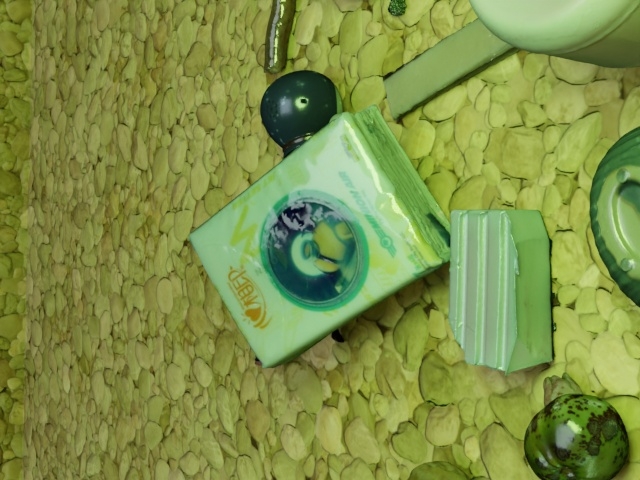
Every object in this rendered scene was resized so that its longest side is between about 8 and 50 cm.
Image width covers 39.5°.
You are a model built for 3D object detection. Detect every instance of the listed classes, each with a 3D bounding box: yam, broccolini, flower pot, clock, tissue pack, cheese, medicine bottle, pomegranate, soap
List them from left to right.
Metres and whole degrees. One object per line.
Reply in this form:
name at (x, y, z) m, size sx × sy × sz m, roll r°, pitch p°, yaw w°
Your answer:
yam at (-0.075, -0.449, 1.766) m, size 0.057 × 0.057 × 0.241 m, roll 21°, pitch 104°, yaw 51°
clock at (-0.018, -0.192, 1.618) m, size 0.200 × 0.147 × 0.243 m, roll -27°, pitch 76°, yaw 52°
tissue pack at (0.000, 0.000, 1.464) m, size 0.388 × 0.162 × 0.287 m, roll -36°, pitch 81°, yaw 31°
broccolini at (0.134, -0.451, 1.514) m, size 0.035 × 0.030 × 0.139 m, roll 155°, pitch 120°, yaw -89°
cheese at (0.235, -0.295, 1.370) m, size 0.400 × 0.034 × 0.085 m, roll -27°, pitch 73°, yaw 50°
soap at (0.262, 0.070, 1.286) m, size 0.145 × 0.091 × 0.230 m, roll 3°, pitch 93°, yaw 56°
pomegranate at (0.323, 0.249, 1.173) m, size 0.163 × 0.126 × 0.138 m, roll 59°, pitch 146°, yaw 36°
medicine bottle at (0.344, -0.319, 0.985) m, size 0.256 × 0.325 × 0.255 m, roll 2°, pitch 93°, yaw 52°
flower pot at (0.412, -0.022, 1.032) m, size 0.189 × 0.157 × 0.242 m, roll -37°, pitch 63°, yaw 45°

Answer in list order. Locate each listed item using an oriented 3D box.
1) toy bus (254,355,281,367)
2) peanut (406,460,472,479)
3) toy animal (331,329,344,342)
toy bus at (-0.083, 0.174, 1.708) m, size 0.203 × 0.063 × 0.090 m, roll 113°, pitch 162°, yaw -55°
peanut at (0.214, 0.440, 1.337) m, size 0.120 × 0.110 × 0.236 m, roll -44°, pitch 61°, yaw 18°
toy animal at (-0.006, 0.097, 1.674) m, size 0.105 × 0.070 × 0.202 m, roll -15°, pitch 75°, yaw 39°
